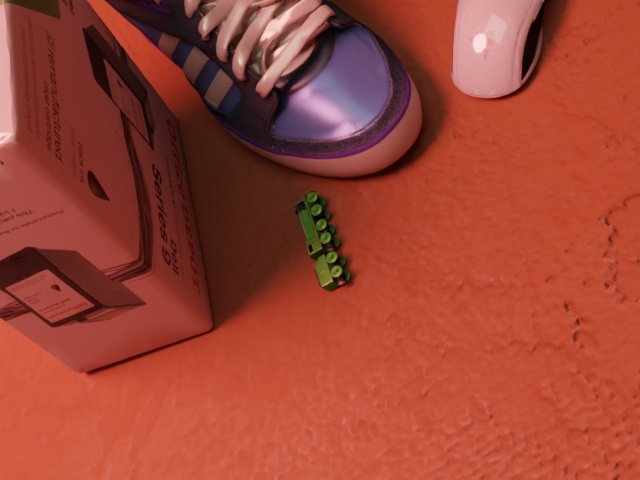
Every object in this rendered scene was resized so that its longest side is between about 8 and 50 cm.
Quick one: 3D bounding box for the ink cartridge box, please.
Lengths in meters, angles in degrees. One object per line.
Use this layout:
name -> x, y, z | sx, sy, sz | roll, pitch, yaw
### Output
ink cartridge box -> -0.193, -0.062, 0.784 | 0.122, 0.289, 0.211 | -18, 60, 10

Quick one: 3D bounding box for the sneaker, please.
sneaker -> -0.082, -0.189, 0.830 | 0.130, 0.236, 0.323 | -48, 58, -5

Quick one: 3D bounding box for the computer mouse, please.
computer mouse -> 0.145, -0.198, 0.858 | 0.106, 0.042, 0.193 | 7, 68, 24

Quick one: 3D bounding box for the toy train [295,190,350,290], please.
toy train -> 0.000, 0.000, 0.835 | 0.024, 0.017, 0.083 | -30, 57, 18
